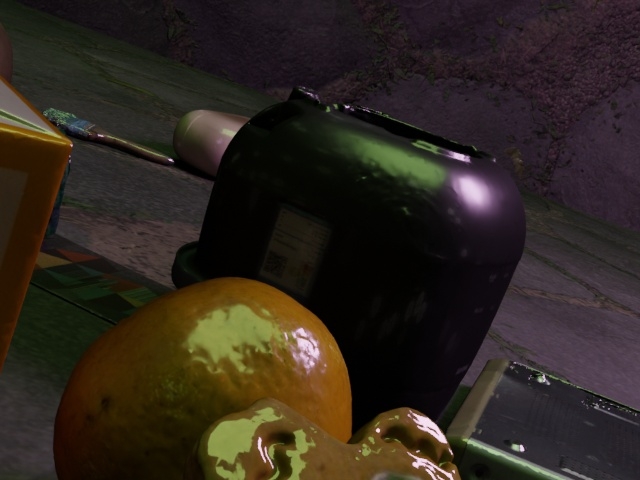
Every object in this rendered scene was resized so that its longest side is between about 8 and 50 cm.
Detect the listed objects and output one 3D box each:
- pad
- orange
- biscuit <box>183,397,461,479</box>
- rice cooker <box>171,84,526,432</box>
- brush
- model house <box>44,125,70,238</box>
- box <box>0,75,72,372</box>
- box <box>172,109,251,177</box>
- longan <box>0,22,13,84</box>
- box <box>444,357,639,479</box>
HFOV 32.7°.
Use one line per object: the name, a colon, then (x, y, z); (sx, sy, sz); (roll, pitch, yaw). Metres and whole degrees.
pad: (-0.202, 0.031, 0.944); (0.211, 0.003, 0.143); (23, 12, 17)
orange: (-0.055, 0.096, 0.552); (0.157, 0.156, 0.134); (8, 36, -43)
biscuit: (0.049, 0.162, 0.458); (0.249, 0.035, 0.184); (28, 48, -15)
rice cooker: (0.025, 0.010, 0.871); (0.267, 0.224, 0.267); (17, 12, -4)
brush: (-0.299, -0.145, 1.541); (0.196, 0.021, 0.070); (19, 13, -4)
model house: (-0.287, -0.060, 0.970); (0.100, 0.100, 0.088); (6, 14, -32)
box: (-0.301, -0.019, 0.504); (0.260, 0.213, 0.283); (15, 13, -34)
box: (-0.128, -0.139, 1.626); (0.146, 0.088, 0.200); (28, 13, 29)
longan: (-0.446, -0.193, 1.220); (0.204, 0.159, 0.185); (-33, 63, -28)
box: (0.212, 0.171, 0.881); (0.211, 0.045, 0.270); (21, 12, 14)
